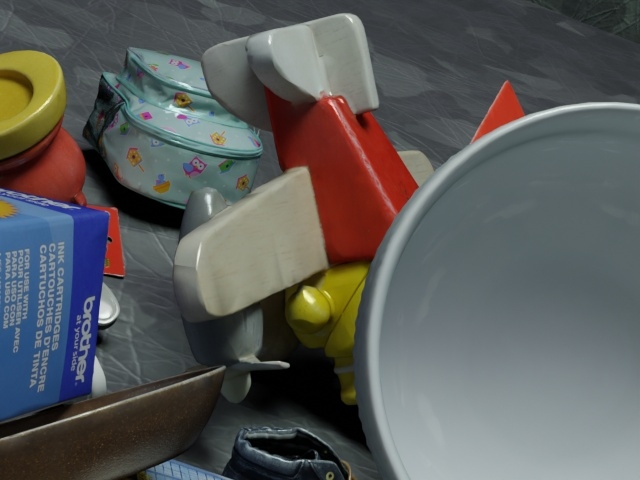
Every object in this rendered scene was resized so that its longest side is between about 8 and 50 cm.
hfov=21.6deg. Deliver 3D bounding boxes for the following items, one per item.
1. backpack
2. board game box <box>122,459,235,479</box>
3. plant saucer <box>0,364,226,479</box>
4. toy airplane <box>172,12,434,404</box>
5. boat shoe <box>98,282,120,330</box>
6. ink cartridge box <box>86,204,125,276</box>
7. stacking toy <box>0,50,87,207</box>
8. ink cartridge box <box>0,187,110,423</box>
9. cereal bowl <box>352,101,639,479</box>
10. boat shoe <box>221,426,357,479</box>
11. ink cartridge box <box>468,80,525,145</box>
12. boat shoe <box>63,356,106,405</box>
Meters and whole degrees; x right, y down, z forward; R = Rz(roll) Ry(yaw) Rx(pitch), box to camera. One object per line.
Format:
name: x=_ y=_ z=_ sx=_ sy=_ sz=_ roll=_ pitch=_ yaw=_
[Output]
backpack: x=-0.142 y=-0.109 z=1.725 sx=0.166 sy=0.144 sz=0.188 roll=13 pitch=26 yaw=-26
board game box: x=-0.056 y=0.220 z=1.142 sx=0.194 sy=0.060 sz=0.194 roll=14 pitch=15 yaw=-14
plant saucer: x=-0.203 y=0.143 z=1.056 sx=0.310 sy=0.050 sz=0.310 roll=-16 pitch=-3 yaw=-1
toy airplane: x=0.000 y=0.000 z=1.424 sx=0.386 sy=0.272 sz=0.384 roll=34 pitch=34 yaw=-36
boat shoe: x=-0.225 y=0.047 z=1.448 sx=0.125 sy=0.038 sz=0.046 roll=26 pitch=44 yaw=20
ink cartridge box: x=-0.271 y=-0.030 z=1.578 sx=0.179 sy=0.045 sz=0.145 roll=9 pitch=26 yaw=-15
stacking toy: x=-0.372 y=-0.065 z=1.484 sx=0.279 sy=0.130 sz=0.309 roll=-40 pitch=43 yaw=-20
ink cartridge box: x=-0.330 y=0.034 z=1.152 sx=0.270 sy=0.151 sz=0.395 roll=12 pitch=9 yaw=24
cereal bowl: x=0.179 y=0.080 z=1.129 sx=0.339 sy=0.339 sz=0.141 roll=14 pitch=-4 yaw=-10
boat shoe: x=0.013 y=0.194 z=1.244 sx=0.183 sy=0.083 sz=0.065 roll=13 pitch=24 yaw=-14
ink cartridge box: x=0.239 y=0.073 z=1.348 sx=0.385 sy=0.091 sz=0.308 roll=61 pitch=27 yaw=-15
boat shoe: x=-0.246 y=0.084 z=1.323 sx=0.184 sy=0.066 sz=0.063 roll=34 pitch=38 yaw=29
